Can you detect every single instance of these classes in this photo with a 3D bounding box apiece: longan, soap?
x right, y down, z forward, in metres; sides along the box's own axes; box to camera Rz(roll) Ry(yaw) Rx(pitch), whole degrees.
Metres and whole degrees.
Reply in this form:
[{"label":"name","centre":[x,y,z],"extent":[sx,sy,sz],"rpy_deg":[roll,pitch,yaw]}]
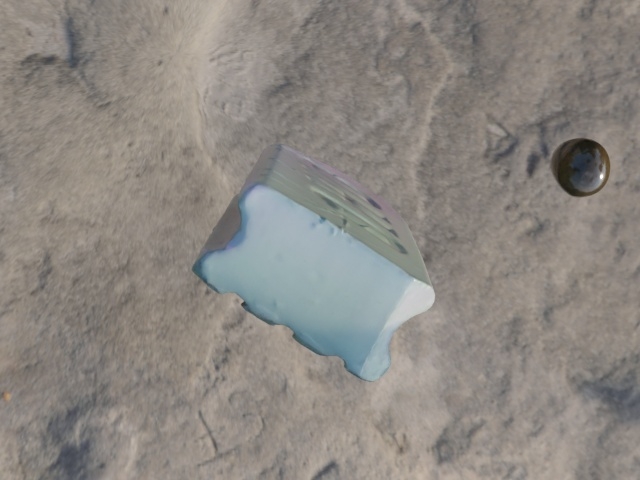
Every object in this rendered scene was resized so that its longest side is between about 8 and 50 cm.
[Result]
[{"label":"longan","centre":[0.442,-0.123,1.385],"extent":[0.092,0.113,0.113],"rpy_deg":[-12,105,-27]},{"label":"soap","centre":[0.000,0.000,0.872],"extent":[0.208,0.347,0.115],"rpy_deg":[33,102,-7]}]
